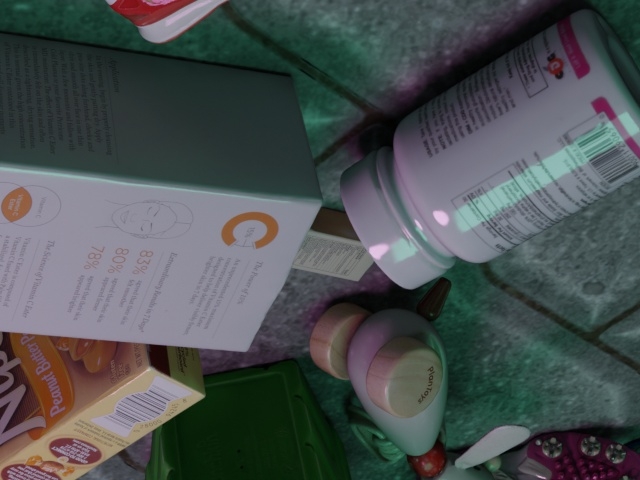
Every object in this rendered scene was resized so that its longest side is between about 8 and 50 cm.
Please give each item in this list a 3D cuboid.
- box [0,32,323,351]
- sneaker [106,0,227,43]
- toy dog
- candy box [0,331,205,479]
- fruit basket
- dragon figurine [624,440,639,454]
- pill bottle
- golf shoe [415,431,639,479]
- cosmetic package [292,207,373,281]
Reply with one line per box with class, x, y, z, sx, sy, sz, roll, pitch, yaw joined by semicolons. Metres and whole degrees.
box;-0.203;-0.040;1.387;0.345;0.168;0.215;7;136;-22
sneaker;-0.100;-0.250;1.235;0.221;0.087;0.128;-35;137;23
toy dog;0.128;0.165;1.732;0.161;0.220;0.334;-44;149;-12
candy box;-0.268;0.145;1.575;0.316;0.183;0.087;-33;136;22
fruit basket;-0.047;0.369;1.757;0.283;0.392;0.392;-11;140;-3
dragon figurine;0.433;0.320;2.050;0.289;0.085;0.144;-36;136;27
pill bottle;0.169;-0.078;1.451;0.283;0.160;0.160;-30;137;20
golf shoe;0.272;0.325;2.008;0.306;0.115;0.140;-4;149;1
cosmetic package;0.000;0.000;1.589;0.115;0.041;0.060;13;133;-29
